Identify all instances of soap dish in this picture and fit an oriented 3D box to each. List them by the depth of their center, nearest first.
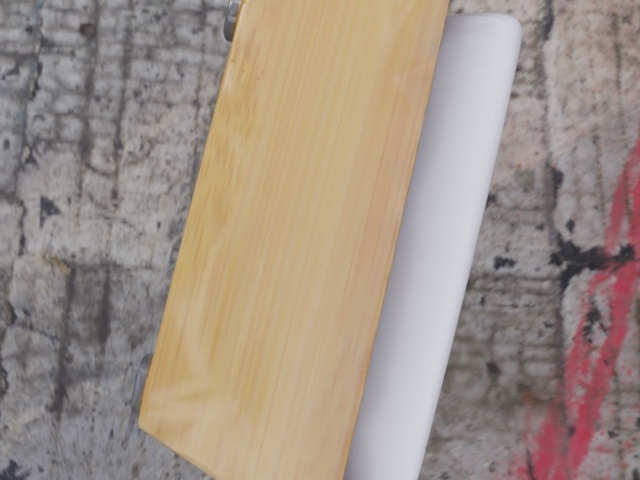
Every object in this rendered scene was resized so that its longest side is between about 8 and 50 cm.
[{"bbox_3d":[0.000,0.000,0.530,0.118,0.291,0.229,13,88,0],"label":"soap dish"}]
